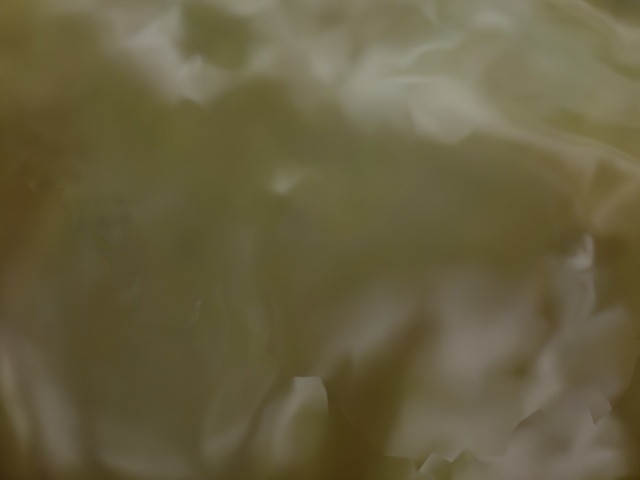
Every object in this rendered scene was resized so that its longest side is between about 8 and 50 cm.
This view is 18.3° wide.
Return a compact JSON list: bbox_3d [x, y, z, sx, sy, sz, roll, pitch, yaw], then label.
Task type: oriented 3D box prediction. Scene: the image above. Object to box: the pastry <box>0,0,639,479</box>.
[{"bbox_3d":[0.000,0.000,0.499,0.409,0.409,0.245,18,97,31],"label":"pastry"}]
